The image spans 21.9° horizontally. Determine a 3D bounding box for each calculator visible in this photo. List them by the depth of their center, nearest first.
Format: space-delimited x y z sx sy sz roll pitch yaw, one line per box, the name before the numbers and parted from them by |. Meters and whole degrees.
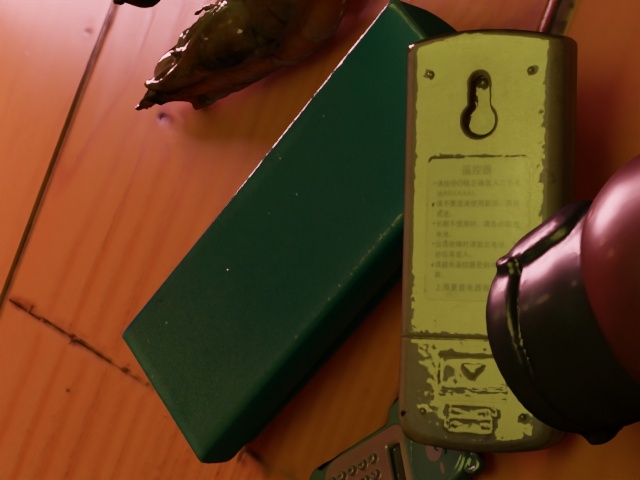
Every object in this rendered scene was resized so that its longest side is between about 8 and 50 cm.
calculator | 0.044 0.141 0.977 0.141 0.019 0.094 -36 49 34

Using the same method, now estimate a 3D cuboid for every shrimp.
shrimp | -0.086 -0.165 1.152 0.254 0.145 0.059 -19 27 44

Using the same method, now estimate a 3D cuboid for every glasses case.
glasses case | 0.001 0.001 1.044 0.301 0.070 0.117 -48 57 22

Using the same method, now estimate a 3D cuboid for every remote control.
remote control | 0.092 0.000 0.916 0.098 0.038 0.233 0 88 26

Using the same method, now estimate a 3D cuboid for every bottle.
bottle | 0.221 -0.001 0.740 0.336 0.144 0.144 -30 55 39
